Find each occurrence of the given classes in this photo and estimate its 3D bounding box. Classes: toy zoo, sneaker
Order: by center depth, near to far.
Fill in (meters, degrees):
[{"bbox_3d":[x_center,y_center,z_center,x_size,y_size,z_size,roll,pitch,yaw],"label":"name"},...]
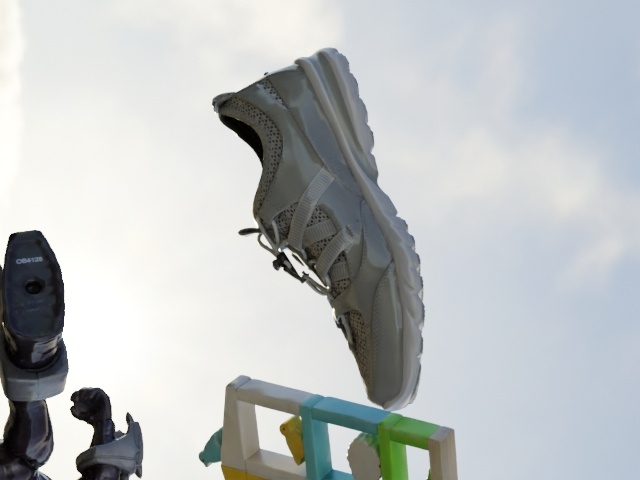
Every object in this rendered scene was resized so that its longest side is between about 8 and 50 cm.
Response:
[{"bbox_3d":[0.000,0.000,1.265,0.105,0.115,0.281,91,-18,-66],"label":"sneaker"},{"bbox_3d":[0.004,0.240,1.702,0.293,0.030,0.192,10,-61,33],"label":"toy zoo"}]

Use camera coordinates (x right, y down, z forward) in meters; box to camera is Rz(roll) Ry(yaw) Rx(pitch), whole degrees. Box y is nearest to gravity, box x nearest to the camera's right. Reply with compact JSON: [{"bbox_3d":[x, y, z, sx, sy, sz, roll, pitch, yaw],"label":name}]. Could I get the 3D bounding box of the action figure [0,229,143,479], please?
[{"bbox_3d":[-0.194,0.127,1.042,0.099,0.185,0.285,58,-25,31],"label":"action figure"}]
